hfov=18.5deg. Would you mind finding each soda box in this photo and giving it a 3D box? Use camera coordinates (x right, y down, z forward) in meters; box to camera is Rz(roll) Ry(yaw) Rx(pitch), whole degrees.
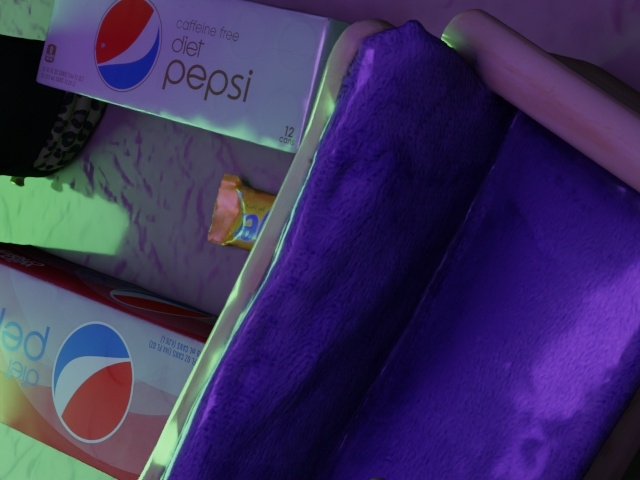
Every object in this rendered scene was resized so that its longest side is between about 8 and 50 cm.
[{"bbox_3d":[-0.126,0.069,1.105,0.263,0.083,0.092,17,97,41],"label":"soda box"},{"bbox_3d":[-0.058,-0.098,1.073,0.216,0.069,0.074,17,96,41],"label":"soda box"}]

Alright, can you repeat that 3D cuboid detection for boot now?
[{"bbox_3d":[-0.244,-0.042,1.158,0.236,0.178,0.085,-50,59,23],"label":"boot"}]

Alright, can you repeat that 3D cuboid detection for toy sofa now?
[{"bbox_3d":[0.044,0.088,0.889,0.150,0.177,0.362,40,111,37],"label":"toy sofa"}]

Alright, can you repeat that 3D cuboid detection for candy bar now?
[{"bbox_3d":[0.000,0.000,1.044,0.161,0.018,0.040,18,97,42],"label":"candy bar"}]

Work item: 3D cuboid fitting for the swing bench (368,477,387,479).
[{"bbox_3d":[0.083,0.268,0.804,0.253,0.255,0.165,-58,32,19],"label":"swing bench"}]
